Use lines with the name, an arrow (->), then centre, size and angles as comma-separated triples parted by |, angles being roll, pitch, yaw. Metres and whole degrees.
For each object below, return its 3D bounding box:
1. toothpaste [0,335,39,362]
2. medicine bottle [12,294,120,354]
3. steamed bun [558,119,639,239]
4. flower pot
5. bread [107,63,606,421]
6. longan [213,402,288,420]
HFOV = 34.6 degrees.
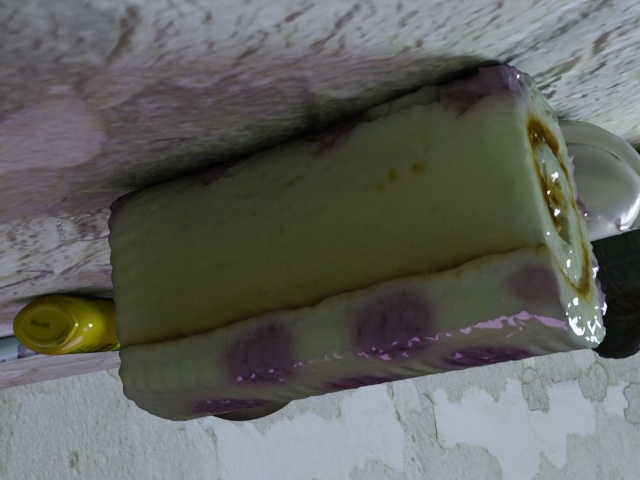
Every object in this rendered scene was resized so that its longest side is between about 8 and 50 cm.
toothpaste -> -0.442, 0.162, 1.657 | 0.239, 0.039, 0.062 | -12, 165, -13
medicine bottle -> -0.292, 0.113, 1.385 | 0.111, 0.076, 0.309 | -1, 176, 16
steamed bun -> 0.180, -0.041, 0.867 | 0.182, 0.106, 0.183 | -11, 176, -1
flower pot -> 0.416, 0.008, 1.145 | 0.301, 0.213, 0.302 | -10, 172, -2
bread -> 0.013, 0.015, 0.722 | 0.338, 0.187, 0.155 | -16, 164, 27
longan -> -0.134, 0.203, 1.737 | 0.245, 0.215, 0.246 | 3, 154, 1
